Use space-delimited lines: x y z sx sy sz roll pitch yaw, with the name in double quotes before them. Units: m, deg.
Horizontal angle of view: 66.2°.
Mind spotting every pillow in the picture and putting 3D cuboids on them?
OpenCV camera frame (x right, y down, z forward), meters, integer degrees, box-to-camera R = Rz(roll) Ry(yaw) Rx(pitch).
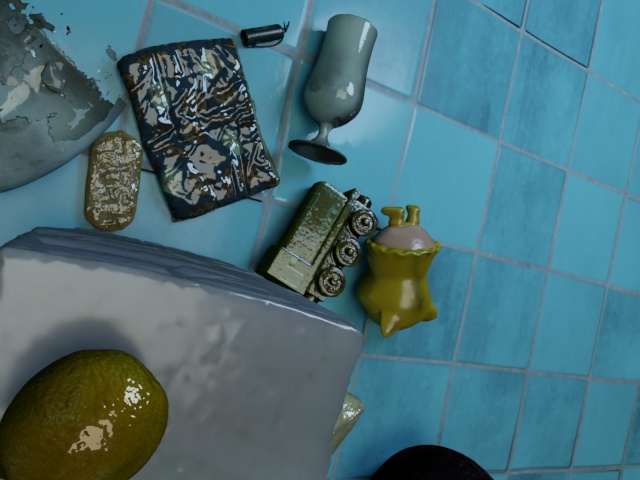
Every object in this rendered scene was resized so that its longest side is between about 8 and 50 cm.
"pillow" -0.181 -0.174 0.757 0.189 0.034 0.255 -23 106 -23

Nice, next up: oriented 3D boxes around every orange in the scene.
"orange" -0.141 0.110 0.292 0.095 0.085 0.085 -32 109 -14

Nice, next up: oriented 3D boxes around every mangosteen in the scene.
"mangosteen" 0.213 0.532 0.909 0.300 0.300 0.300 -3 96 -28

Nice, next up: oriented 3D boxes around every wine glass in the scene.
"wine glass" -0.400 -0.120 0.559 0.357 0.190 0.190 -46 114 -12
"wine glass" 0.025 -0.251 0.820 0.103 0.103 0.231 19 81 -28

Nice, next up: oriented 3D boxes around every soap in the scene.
"soap" -0.195 0.118 0.552 0.350 0.435 0.212 14 88 -26

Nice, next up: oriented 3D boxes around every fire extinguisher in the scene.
"fire extinguisher" -0.087 -0.332 0.796 0.083 0.025 0.038 -23 143 -25

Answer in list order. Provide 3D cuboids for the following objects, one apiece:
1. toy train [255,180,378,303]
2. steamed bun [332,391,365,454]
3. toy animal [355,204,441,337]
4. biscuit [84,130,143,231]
"toy train" 0.000 0.000 0.838 0.137 0.090 0.225 33 74 -15
"steamed bun" -0.071 0.312 0.789 0.212 0.110 0.231 34 99 -12
"toy animal" 0.147 0.052 0.889 0.156 0.156 0.229 -7 100 -28
"biscuit" -0.298 -0.086 0.707 0.071 0.018 0.147 7 91 -28
